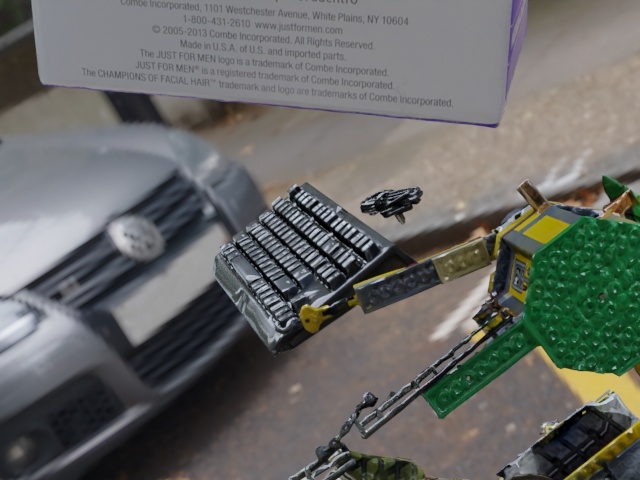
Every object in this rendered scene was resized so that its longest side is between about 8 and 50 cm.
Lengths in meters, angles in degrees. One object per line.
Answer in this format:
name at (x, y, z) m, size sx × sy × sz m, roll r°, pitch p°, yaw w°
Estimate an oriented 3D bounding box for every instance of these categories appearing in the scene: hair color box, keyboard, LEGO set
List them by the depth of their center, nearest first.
hair color box at (-0.011, -0.220, 0.521) m, size 0.185 × 0.339 × 0.110 m, roll 6°, pitch 30°, yaw 10°
LEGO set at (0.055, 0.133, 0.663) m, size 0.331 × 0.255 × 0.192 m, roll -46°, pitch 9°, yaw 1°
keyboard at (0.000, 0.000, 0.756) m, size 0.108 × 0.023 × 0.180 m, roll -34°, pitch 18°, yaw -5°
